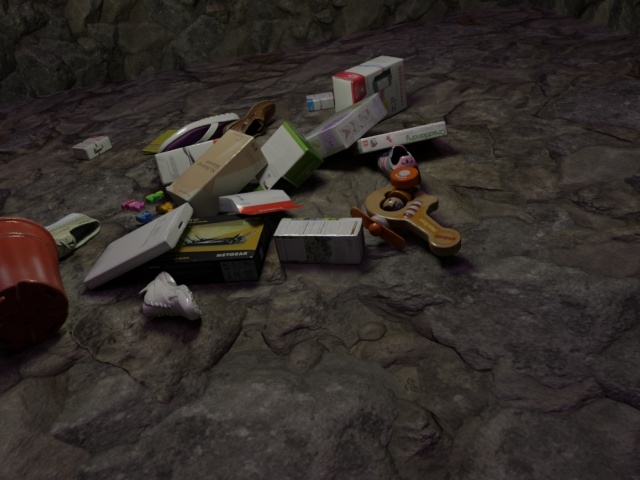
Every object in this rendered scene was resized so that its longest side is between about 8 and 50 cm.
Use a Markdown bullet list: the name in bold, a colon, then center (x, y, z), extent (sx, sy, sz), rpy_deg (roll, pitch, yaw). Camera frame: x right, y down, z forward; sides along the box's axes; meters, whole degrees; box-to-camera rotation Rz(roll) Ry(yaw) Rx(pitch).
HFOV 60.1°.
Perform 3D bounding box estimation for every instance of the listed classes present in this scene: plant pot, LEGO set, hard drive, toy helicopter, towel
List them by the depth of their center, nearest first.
- **plant pot**: center (-0.788, 0.121, 1.426), extent (0.272, 0.272, 0.265), rpy_deg (-26, 45, -24)
- **toy helicopter**: center (0.241, -0.055, 1.517), extent (0.235, 0.140, 0.355), rpy_deg (-24, 38, -17)
- **hard drive**: center (-0.519, 0.015, 1.587), extent (0.307, 0.040, 0.203), rpy_deg (-25, 28, 21)
- **LEGO set**: center (-0.535, -0.111, 1.857), extent (0.093, 0.087, 0.227), rpy_deg (23, 38, 36)
- **towel**: center (-0.688, -0.438, 2.458), extent (0.102, 0.021, 0.237), rpy_deg (7, 35, 14)

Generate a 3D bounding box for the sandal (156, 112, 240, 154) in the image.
- **sandal**: center (-0.482, -0.421, 2.290), extent (0.416, 0.169, 0.102), rpy_deg (-34, 80, -33)

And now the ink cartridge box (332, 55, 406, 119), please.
- **ink cartridge box**: center (0.207, -0.610, 2.292), extent (0.306, 0.226, 0.131), rpy_deg (-31, 39, -28)

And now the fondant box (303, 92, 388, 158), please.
- **fondant box**: center (0.073, -0.413, 2.066), extent (0.238, 0.096, 0.330), rpy_deg (-16, 23, 43)

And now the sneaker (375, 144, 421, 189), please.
- **sneaker**: center (0.257, -0.268, 1.836), extent (0.112, 0.131, 0.319), rpy_deg (-14, 28, -7)

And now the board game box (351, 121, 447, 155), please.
- **board game box**: center (0.276, -0.363, 1.984), extent (0.305, 0.053, 0.193), rpy_deg (-13, 7, -4)

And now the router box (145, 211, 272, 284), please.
- **router box**: center (-0.309, 0.020, 1.592), extent (0.308, 0.081, 0.243), rpy_deg (-4, 33, 8)

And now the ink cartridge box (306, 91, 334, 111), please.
- **ink cartridge box**: center (0.000, -0.641, 2.553), extent (0.122, 0.052, 0.088), rpy_deg (-10, 33, 3)

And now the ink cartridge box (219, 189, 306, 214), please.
- **ink cartridge box**: center (-0.182, -0.121, 1.703), extent (0.189, 0.066, 0.232), rpy_deg (-11, 7, -32)

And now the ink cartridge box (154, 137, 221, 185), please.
- **ink cartridge box**: center (-0.456, -0.290, 2.024), extent (0.273, 0.114, 0.197), rpy_deg (-18, 10, -11)

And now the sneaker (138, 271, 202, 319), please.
- **sneaker**: center (-0.387, 0.164, 1.404), extent (0.115, 0.090, 0.232), rpy_deg (-37, 32, -25)

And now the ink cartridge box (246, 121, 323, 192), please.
- **ink cartridge box**: center (-0.143, -0.254, 1.922), extent (0.255, 0.097, 0.189), rpy_deg (-45, 50, 13)

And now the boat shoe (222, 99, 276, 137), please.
- **boat shoe**: center (-0.277, -0.497, 2.370), extent (0.104, 0.111, 0.307), rpy_deg (20, 53, 32)

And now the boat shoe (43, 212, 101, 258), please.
- **boat shoe**: center (-0.818, -0.003, 1.744), extent (0.094, 0.109, 0.302), rpy_deg (4, 32, 17)

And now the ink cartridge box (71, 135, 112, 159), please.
- **ink cartridge box**: center (-1.022, -0.415, 2.473), extent (0.099, 0.056, 0.135), rpy_deg (10, 37, 28)

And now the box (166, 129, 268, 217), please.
- **box**: center (-0.341, -0.215, 1.843), extent (0.148, 0.121, 0.311), rpy_deg (24, 64, 40)

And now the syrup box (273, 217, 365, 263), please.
- **syrup box**: center (0.000, 0.000, 1.530), extent (0.237, 0.093, 0.096), rpy_deg (0, 33, 15)
